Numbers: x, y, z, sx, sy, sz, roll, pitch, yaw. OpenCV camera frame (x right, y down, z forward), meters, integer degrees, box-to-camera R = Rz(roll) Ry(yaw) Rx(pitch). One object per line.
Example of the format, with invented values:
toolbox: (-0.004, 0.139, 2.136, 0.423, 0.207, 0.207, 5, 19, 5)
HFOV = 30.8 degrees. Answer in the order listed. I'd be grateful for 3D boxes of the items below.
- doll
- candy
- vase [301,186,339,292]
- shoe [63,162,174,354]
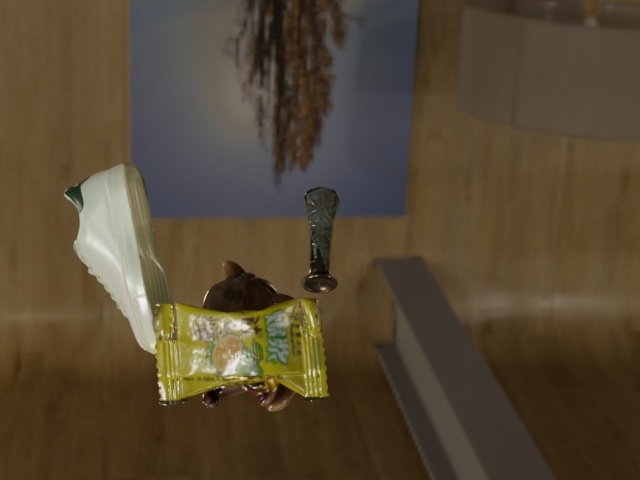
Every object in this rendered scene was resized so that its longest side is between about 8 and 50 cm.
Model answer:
doll: (-0.168, 0.215, 2.366, 0.209, 0.340, 0.318, -32, -119, -30)
candy: (-0.138, 0.193, 2.006, 0.297, 0.187, 0.081, -4, 179, 0)
vase: (0.000, 0.000, 1.820, 0.059, 0.059, 0.167, 2, -124, -1)
shoe: (-0.386, 0.046, 2.182, 0.160, 0.363, 0.132, -12, 180, 16)
